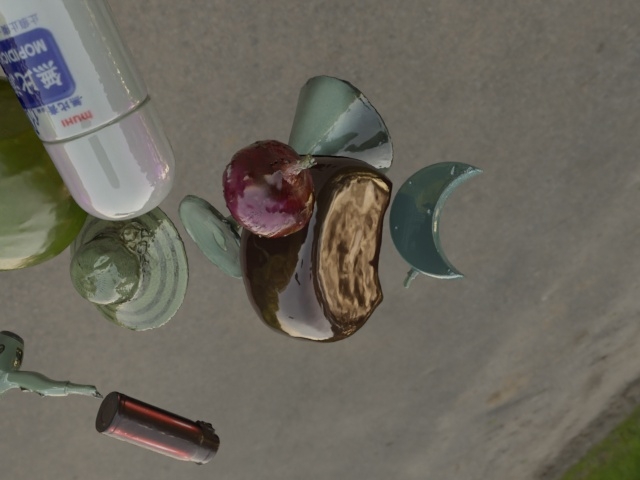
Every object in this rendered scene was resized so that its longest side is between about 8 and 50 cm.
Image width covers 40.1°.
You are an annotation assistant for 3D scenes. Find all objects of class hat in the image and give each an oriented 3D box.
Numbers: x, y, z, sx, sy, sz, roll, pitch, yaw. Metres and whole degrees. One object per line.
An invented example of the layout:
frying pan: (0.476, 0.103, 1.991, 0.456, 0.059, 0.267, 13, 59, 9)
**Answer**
hat: (-0.352, 0.046, 1.453, 0.252, 0.252, 0.110, -43, 172, 27)

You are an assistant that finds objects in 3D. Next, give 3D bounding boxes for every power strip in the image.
power strip: (0.211, -0.029, 1.656, 0.168, 0.253, 0.054, 11, 176, 22)

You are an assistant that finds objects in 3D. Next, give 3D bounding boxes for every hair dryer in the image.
hair dryer: (-0.568, 0.305, 1.604, 0.229, 0.267, 0.092, -53, 151, -23)

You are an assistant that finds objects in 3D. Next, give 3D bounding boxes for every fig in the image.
fig: (-0.505, -0.084, 1.258, 0.316, 0.316, 0.316, -20, 150, -12)

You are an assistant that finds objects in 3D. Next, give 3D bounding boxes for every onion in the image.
onion: (-0.053, -0.082, 1.238, 0.150, 0.150, 0.140, 3, 165, -41)

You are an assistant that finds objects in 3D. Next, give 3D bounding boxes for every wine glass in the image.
wine glass: (-0.074, -0.120, 1.788, 0.406, 0.267, 0.267, -43, 158, -25)

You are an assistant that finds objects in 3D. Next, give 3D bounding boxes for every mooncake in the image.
mooncake: (0.000, 0.000, 1.546, 0.334, 0.174, 0.325, -47, 130, -42)

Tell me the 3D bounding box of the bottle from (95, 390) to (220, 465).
bottle: (-0.206, 0.246, 1.139, 0.164, 0.060, 0.060, 29, 122, -32)

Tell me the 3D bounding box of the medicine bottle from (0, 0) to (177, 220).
medicine bottle: (-0.262, -0.178, 0.933, 0.130, 0.130, 0.340, -24, 115, -5)
